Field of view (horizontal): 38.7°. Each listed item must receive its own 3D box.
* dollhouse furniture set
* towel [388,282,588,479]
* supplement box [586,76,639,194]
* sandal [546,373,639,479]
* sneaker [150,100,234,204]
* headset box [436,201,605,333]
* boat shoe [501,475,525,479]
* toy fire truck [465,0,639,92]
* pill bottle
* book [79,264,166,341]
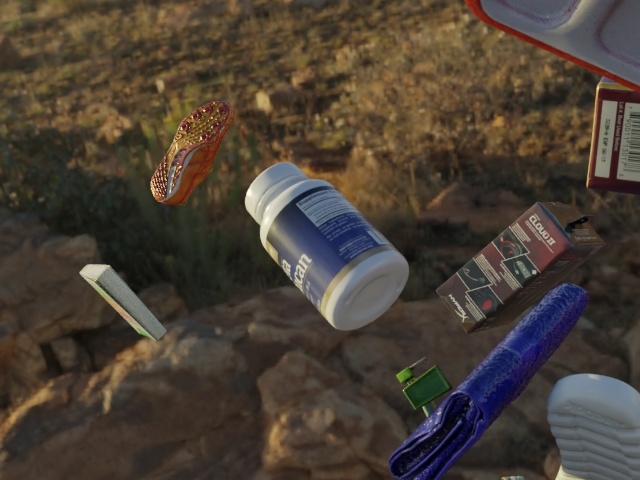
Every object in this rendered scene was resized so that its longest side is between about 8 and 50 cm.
[{"bbox_3d":[0.156,0.208,1.292,0.058,0.076,0.151,-34,-17,5],"label":"dollhouse furniture set"},{"bbox_3d":[0.238,0.197,1.232,0.076,0.228,0.308,45,47,12],"label":"towel"},{"bbox_3d":[0.321,-0.126,0.899,0.080,0.104,0.188,10,28,22],"label":"supplement box"},{"bbox_3d":[0.399,0.285,1.213,0.169,0.416,0.102,10,55,25],"label":"sandal"},{"bbox_3d":[-0.176,-0.126,1.297,0.064,0.175,0.067,49,21,25],"label":"sneaker"},{"bbox_3d":[0.395,0.041,1.737,0.293,0.110,0.218,-44,-21,24],"label":"headset box"},{"bbox_3d":[0.341,0.477,1.629,0.045,0.050,0.135,5,31,9],"label":"boat shoe"},{"bbox_3d":[0.238,-0.130,0.357,0.302,0.254,0.169,23,54,-6],"label":"toy fire truck"},{"bbox_3d":[0.000,0.000,0.892,0.094,0.094,0.169,-24,54,-28],"label":"pill bottle"},{"bbox_3d":[-0.318,0.098,1.467,0.035,0.144,0.096,-48,25,-19],"label":"book"}]
